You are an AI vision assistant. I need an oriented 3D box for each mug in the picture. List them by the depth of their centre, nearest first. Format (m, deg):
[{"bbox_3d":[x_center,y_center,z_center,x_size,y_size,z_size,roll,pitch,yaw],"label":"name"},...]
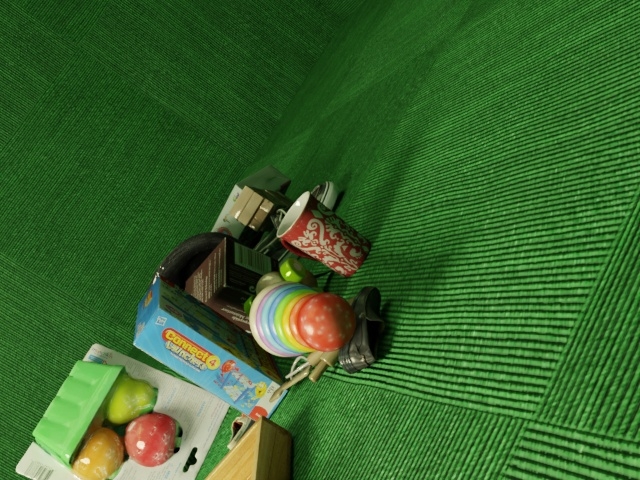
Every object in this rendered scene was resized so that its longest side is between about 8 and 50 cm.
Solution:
[{"bbox_3d":[0.006,-0.008,1.564,0.113,0.169,0.150,-58,14,-9],"label":"mug"}]

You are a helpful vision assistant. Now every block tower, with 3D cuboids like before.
[{"bbox_3d":[-0.148,-0.084,2.119,0.097,0.091,0.335,-56,-10,9],"label":"block tower"}]

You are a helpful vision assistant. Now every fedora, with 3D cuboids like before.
[{"bbox_3d":[-0.340,0.116,2.073,0.334,0.334,0.152,-55,35,2],"label":"fedora"}]

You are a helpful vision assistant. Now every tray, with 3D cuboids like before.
[{"bbox_3d":[-0.196,0.507,1.269,0.411,0.076,0.203,-49,15,18],"label":"tray"}]

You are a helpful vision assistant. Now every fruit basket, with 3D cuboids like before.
[{"bbox_3d":[-0.423,0.430,1.657,0.165,0.352,0.327,116,178,-58],"label":"fruit basket"}]

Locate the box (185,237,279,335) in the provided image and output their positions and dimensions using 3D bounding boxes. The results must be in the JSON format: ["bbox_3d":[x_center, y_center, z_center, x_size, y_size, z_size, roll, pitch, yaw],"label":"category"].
[{"bbox_3d":[-0.222,0.136,1.899,0.203,0.168,0.167,-46,34,32],"label":"box"}]

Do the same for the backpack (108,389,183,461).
[{"bbox_3d":[-0.418,0.474,1.826,0.254,0.191,0.225,-57,6,-27],"label":"backpack"}]

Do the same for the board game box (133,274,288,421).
[{"bbox_3d":[-0.232,0.216,1.559,0.086,0.301,0.308,-54,15,1],"label":"board game box"}]

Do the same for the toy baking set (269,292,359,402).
[{"bbox_3d":[0.004,0.204,1.394,0.256,0.030,0.196,-53,8,-17],"label":"toy baking set"}]

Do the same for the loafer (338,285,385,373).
[{"bbox_3d":[0.082,0.143,1.240,0.061,0.062,0.170,-18,40,34],"label":"loafer"}]

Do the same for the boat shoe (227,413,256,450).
[{"bbox_3d":[-0.155,0.372,1.488,0.049,0.043,0.137,-51,14,22],"label":"boat shoe"}]

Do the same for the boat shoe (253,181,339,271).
[{"bbox_3d":[-0.082,-0.029,1.981,0.335,0.119,0.121,-54,15,7],"label":"boat shoe"}]

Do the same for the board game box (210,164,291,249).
[{"bbox_3d":[-0.234,-0.065,2.337,0.303,0.097,0.224,-58,-11,32],"label":"board game box"}]

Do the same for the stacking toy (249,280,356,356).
[{"bbox_3d":[-0.019,0.132,1.258,0.141,0.141,0.330,-59,12,-13],"label":"stacking toy"}]

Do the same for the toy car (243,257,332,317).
[{"bbox_3d":[-0.041,0.117,1.604,0.155,0.149,0.188,-44,-10,27],"label":"toy car"}]
